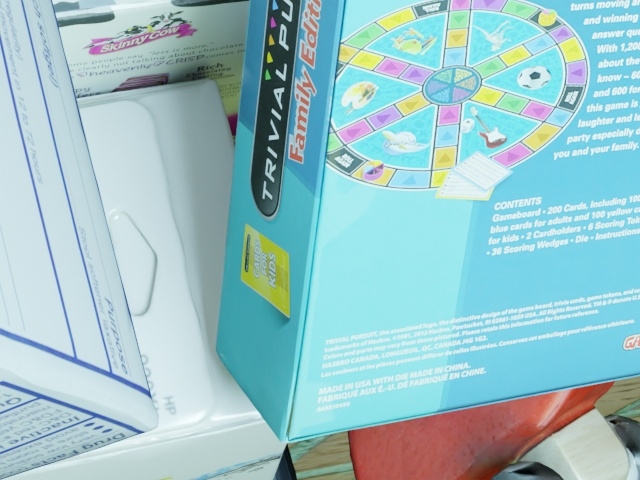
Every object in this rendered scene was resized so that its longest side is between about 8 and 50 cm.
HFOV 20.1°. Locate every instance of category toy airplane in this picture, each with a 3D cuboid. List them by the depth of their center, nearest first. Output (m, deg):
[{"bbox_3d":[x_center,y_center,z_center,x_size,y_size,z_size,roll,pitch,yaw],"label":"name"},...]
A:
[{"bbox_3d":[0.127,-0.041,1.017,0.384,0.272,0.386,-47,155,-18],"label":"toy airplane"}]

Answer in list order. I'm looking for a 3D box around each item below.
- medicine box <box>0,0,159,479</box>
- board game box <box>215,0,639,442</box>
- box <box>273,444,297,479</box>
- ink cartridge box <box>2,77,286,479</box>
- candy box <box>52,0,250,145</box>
[{"bbox_3d":[-0.195,-0.059,0.585,0.149,0.263,0.289,-19,162,11],"label":"medicine box"},{"bbox_3d":[0.099,-0.095,0.734,0.254,0.079,0.336,-8,121,-26],"label":"board game box"},{"bbox_3d":[-0.117,0.190,1.201,0.212,0.395,0.293,-15,162,-1],"label":"box"},{"bbox_3d":[-0.118,0.050,0.907,0.168,0.171,0.232,-12,162,-10],"label":"ink cartridge box"},{"bbox_3d":[-0.105,-0.092,0.887,0.159,0.071,0.233,-10,163,-17],"label":"candy box"}]
